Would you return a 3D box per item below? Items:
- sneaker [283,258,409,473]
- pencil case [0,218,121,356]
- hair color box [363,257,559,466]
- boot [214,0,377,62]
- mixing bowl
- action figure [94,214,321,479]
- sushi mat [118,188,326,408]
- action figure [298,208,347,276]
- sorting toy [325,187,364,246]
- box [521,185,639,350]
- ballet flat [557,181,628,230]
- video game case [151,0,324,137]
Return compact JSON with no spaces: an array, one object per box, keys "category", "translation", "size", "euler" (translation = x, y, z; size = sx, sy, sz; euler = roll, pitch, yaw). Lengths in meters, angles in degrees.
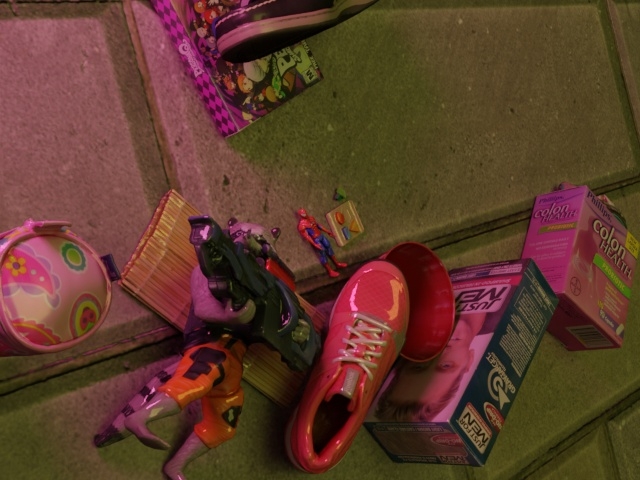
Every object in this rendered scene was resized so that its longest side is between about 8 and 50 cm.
[{"category":"sneaker","translation":[0.049,0.174,1.198],"size":[0.116,0.136,0.313],"euler":[22,84,-2]},{"category":"pencil case","translation":[-0.317,0.056,0.845],"size":[0.124,0.284,0.124],"euler":[14,71,-44]},{"category":"hair color box","translation":[0.228,0.186,1.407],"size":[0.105,0.174,0.347],"euler":[53,50,-22]},{"category":"boot","translation":[-0.065,-0.415,1.223],"size":[0.377,0.138,0.284],"euler":[-39,109,-49]},{"category":"mixing bowl","translation":[0.112,0.097,1.369],"size":[0.181,0.098,0.181],"euler":[10,75,-42]},{"category":"action figure","translation":[-0.142,0.102,1.064],"size":[0.330,0.179,0.341],"euler":[-67,149,-29]},{"category":"sushi mat","translation":[-0.121,0.085,1.206],"size":[0.316,0.019,0.151],"euler":[42,56,-29]},{"category":"action figure","translation":[0.000,0.000,1.334],"size":[0.038,0.030,0.115],"euler":[-47,111,-33]},{"category":"sorting toy","translation":[0.035,-0.039,1.384],"size":[0.062,0.012,0.083],"euler":[-33,104,-42]},{"category":"box","translation":[0.500,0.058,1.729],"size":[0.213,0.117,0.243],"euler":[39,57,-31]},{"category":"ballet flat","translation":[0.569,-0.068,1.859],"size":[0.221,0.077,0.079],"euler":[24,46,-37]},{"category":"video game case","translation":[-0.115,-0.293,1.275],"size":[0.210,0.042,0.232],"euler":[-39,108,-41]}]
